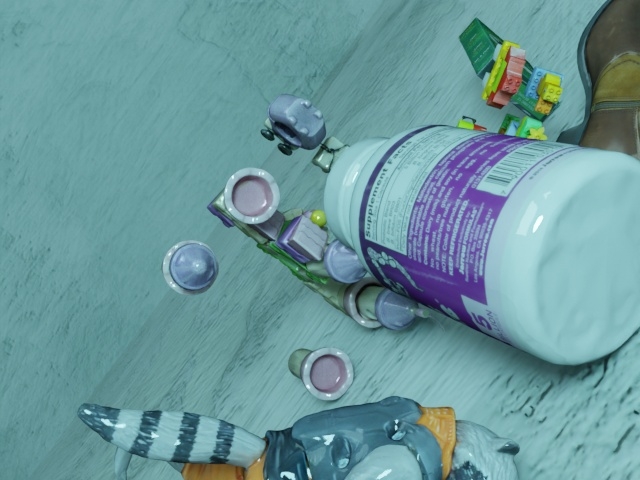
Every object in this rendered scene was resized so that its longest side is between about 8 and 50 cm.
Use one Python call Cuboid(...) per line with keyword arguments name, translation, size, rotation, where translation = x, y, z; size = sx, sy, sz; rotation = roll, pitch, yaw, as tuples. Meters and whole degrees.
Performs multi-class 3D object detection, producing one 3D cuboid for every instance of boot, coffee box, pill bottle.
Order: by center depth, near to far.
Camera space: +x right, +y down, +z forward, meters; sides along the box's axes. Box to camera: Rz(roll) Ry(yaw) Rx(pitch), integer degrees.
Cuboid(name="boot", translation=(0.339, -0.158, 0.660), size=(0.264, 0.096, 0.280), rotation=(-59, 19, -19))
Cuboid(name="pill bottle", translation=(0.132, -0.014, 0.679), size=(0.169, 0.169, 0.301), rotation=(-56, 33, -7))
Cuboid(name="coffee box", translation=(0.247, -0.229, 1.015), size=(0.040, 0.113, 0.184), rotation=(-49, 19, 24))

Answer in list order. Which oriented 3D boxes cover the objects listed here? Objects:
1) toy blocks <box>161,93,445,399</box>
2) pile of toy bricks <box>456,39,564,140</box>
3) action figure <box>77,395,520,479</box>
Cuboid(name="toy blocks", translation=(0.000, 0.000, 0.927), size=(0.309, 0.289, 0.260), rotation=(-54, 13, -13))
Cuboid(name="pile of toy bricks", translation=(0.197, -0.086, 0.788), size=(0.105, 0.118, 0.212), rotation=(-88, 15, -64))
Cuboid(name="action figure", translation=(-0.007, 0.194, 0.552), size=(0.341, 0.330, 0.178), rotation=(-139, 43, -84))
